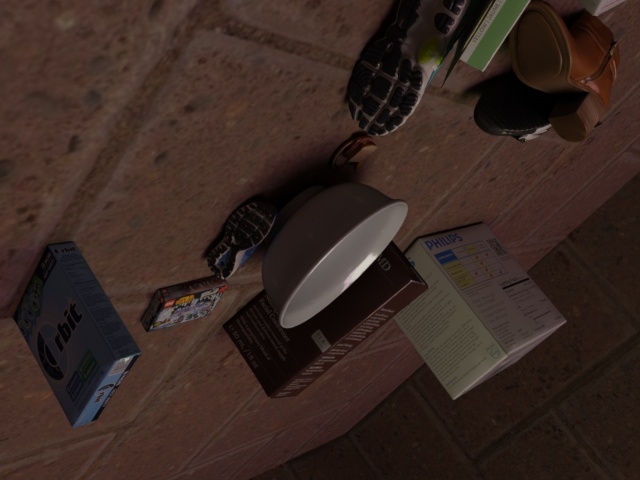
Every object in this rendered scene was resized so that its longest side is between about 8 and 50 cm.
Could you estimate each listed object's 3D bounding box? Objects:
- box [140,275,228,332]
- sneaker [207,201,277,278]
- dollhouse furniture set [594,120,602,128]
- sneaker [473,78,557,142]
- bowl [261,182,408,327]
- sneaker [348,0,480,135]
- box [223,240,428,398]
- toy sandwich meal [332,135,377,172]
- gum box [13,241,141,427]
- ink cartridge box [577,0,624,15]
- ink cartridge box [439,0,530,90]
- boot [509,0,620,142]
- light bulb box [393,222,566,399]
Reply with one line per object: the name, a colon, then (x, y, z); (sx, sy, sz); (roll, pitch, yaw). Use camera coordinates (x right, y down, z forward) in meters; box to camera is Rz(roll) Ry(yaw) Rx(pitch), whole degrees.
box: (-0.236, 0.109, 1.224); (0.137, 0.027, 0.094); (-13, 147, -45)
sneaker: (-0.122, -0.009, 1.140); (0.162, 0.063, 0.073); (-46, 176, 30)
dollhouse furniture set: (0.591, -0.307, 1.531); (0.091, 0.114, 0.081); (-24, 151, -24)
sneaker: (0.390, -0.237, 1.346); (0.331, 0.122, 0.146); (-24, 159, -38)
bowl: (0.000, 0.000, 1.191); (0.298, 0.134, 0.298); (-40, 164, -14)
sneaker: (0.138, -0.255, 0.964); (0.110, 0.107, 0.275); (-26, 158, -50)
box: (0.009, 0.138, 1.438); (0.381, 0.191, 0.143); (-41, 158, 10)
toy sandwich meal: (0.058, -0.140, 1.162); (0.086, 0.029, 0.085); (-31, 158, -14)
gum box: (-0.320, 0.122, 0.906); (0.041, 0.184, 0.157); (-11, 147, -49)
ink cartridge box: (0.496, -0.450, 1.172); (0.089, 0.052, 0.122); (-29, 156, -19)
ink cartridge box: (0.234, -0.299, 0.911); (0.171, 0.056, 0.235); (-60, -175, 41)
boot: (0.442, -0.341, 1.218); (0.109, 0.283, 0.220); (-4, -136, 50)
light bulb box: (0.400, 0.174, 1.877); (0.358, 0.361, 0.225); (-12, 149, -47)
